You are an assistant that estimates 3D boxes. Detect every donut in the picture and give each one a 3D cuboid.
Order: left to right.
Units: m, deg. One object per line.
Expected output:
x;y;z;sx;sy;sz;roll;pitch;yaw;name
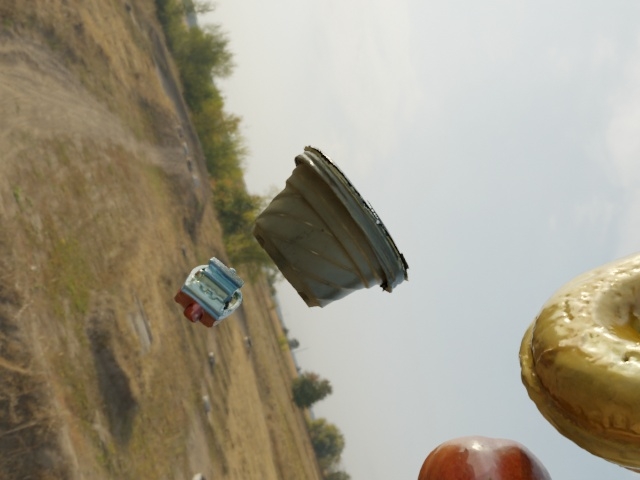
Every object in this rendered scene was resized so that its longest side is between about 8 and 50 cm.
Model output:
0.528;0.165;0.929;0.198;0.449;0.449;65;-2;-27;donut

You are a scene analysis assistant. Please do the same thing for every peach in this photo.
0.256;0.444;0.963;0.232;0.233;0.256;84;16;-64;peach

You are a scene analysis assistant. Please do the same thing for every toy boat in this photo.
-0.122;0.055;0.718;0.069;0.058;0.173;40;1;-2;toy boat

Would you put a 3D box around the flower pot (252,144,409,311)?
0.000;0.000;0.836;0.235;0.141;0.235;52;-3;4;flower pot
